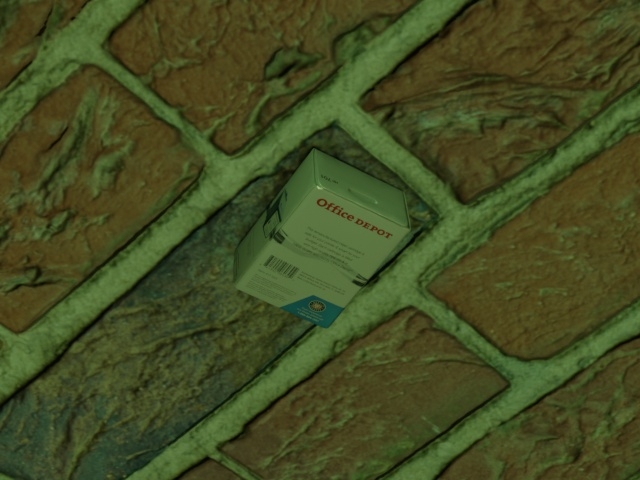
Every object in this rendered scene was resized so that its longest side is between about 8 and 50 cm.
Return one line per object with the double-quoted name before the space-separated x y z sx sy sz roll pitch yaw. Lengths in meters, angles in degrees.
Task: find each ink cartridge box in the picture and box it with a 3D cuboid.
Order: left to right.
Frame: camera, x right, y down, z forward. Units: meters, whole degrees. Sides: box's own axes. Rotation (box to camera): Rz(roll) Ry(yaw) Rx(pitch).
"ink cartridge box" 0.000 0.000 1.969 0.139 0.082 0.191 25 122 -21
